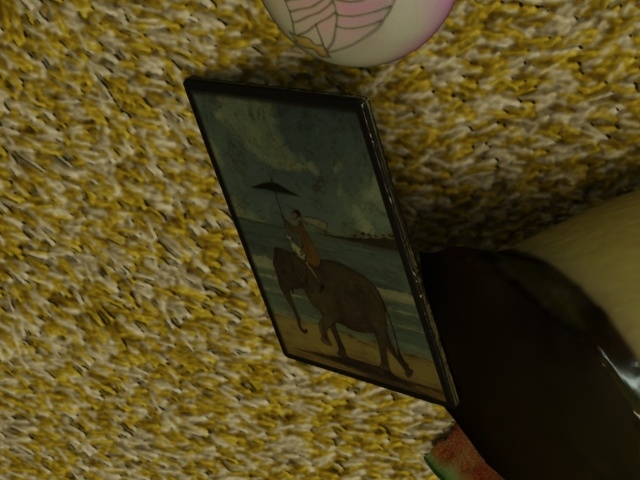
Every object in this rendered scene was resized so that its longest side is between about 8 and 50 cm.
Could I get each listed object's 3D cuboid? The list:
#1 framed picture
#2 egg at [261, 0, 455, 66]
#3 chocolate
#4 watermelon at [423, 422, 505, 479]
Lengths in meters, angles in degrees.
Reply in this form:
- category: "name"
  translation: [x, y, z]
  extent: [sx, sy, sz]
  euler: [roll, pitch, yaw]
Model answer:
- category: "framed picture"
  translation: [0.000, 0.000, 1.484]
  extent: [0.265, 0.016, 0.347]
  euler: [14, 131, 46]
- category: "egg"
  translation: [0.020, -0.283, 1.308]
  extent: [0.196, 0.196, 0.271]
  euler: [-10, 124, 13]
- category: "chocolate"
  translation: [0.304, 0.098, 1.436]
  extent: [0.326, 0.297, 0.314]
  euler: [32, 146, 38]
- category: "watermelon"
  translation: [0.237, 0.255, 1.612]
  extent: [0.231, 0.146, 0.128]
  euler: [-28, 113, 18]
